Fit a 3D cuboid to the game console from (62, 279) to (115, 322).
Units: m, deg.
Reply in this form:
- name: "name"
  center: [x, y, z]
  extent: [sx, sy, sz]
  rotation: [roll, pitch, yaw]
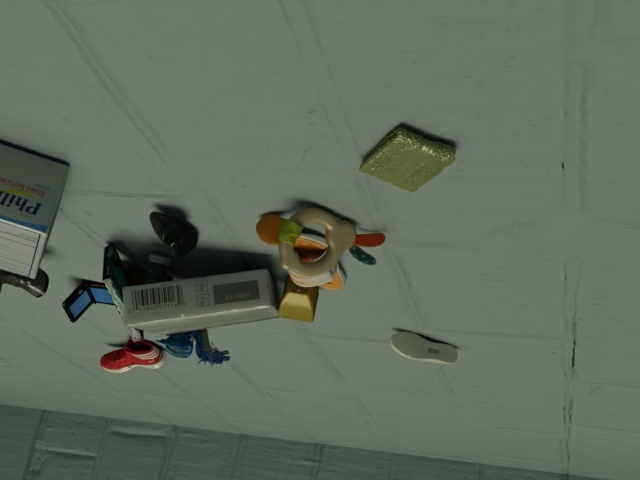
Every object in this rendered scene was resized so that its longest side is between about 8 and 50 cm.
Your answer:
- name: "game console"
  center: [-0.583, 0.166, 2.115]
  extent: [0.085, 0.124, 0.144]
  rotation: [35, 157, 10]

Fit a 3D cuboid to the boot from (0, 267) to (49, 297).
- name: "boot"
  center: [-0.698, 0.071, 1.828]
  extent: [0.222, 0.118, 0.338]
  rotation: [32, -176, -40]

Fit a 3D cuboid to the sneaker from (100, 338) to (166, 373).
- name: "sneaker"
  center: [-0.595, 0.340, 2.518]
  extent: [0.221, 0.087, 0.128]
  rotation: [-9, 142, 14]

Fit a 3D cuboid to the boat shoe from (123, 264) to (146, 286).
- name: "boat shoe"
  center: [-0.429, 0.106, 1.952]
  extent: [0.059, 0.063, 0.170]
  rotation: [8, 152, 41]

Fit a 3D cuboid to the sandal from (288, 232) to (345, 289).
- name: "sandal"
  center: [-0.009, 0.065, 1.663]
  extent: [0.102, 0.076, 0.265]
  rotation: [0, 153, 22]

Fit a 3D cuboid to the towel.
- name: "towel"
  center: [0.131, -0.122, 1.261]
  extent: [0.110, 0.027, 0.148]
  rotation: [19, 155, -15]

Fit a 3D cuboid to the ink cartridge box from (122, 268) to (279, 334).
- name: "ink cartridge box"
  center: [-0.249, 0.147, 1.877]
  extent: [0.308, 0.091, 0.385]
  rotation: [-8, 171, 1]

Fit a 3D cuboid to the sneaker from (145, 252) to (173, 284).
- name: "sneaker"
  center: [-0.374, 0.090, 1.869]
  extent: [0.065, 0.076, 0.166]
  rotation: [11, 156, 1]

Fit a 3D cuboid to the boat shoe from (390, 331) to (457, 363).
- name: "boat shoe"
  center: [0.247, 0.269, 2.027]
  extent: [0.184, 0.066, 0.063]
  rotation: [10, 156, -22]

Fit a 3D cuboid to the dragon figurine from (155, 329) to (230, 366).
- name: "dragon figurine"
  center: [-0.369, 0.249, 2.127]
  extent: [0.289, 0.144, 0.085]
  rotation: [5, 155, 13]

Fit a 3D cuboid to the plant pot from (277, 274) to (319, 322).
- name: "plant pot"
  center: [-0.046, 0.118, 1.797]
  extent: [0.081, 0.081, 0.083]
  rotation: [10, 142, 2]

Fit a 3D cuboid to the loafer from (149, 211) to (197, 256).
- name: "loafer"
  center: [-0.293, -0.015, 1.650]
  extent: [0.061, 0.062, 0.170]
  rotation: [46, 171, 18]

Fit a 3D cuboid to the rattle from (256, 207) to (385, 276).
- name: "rattle"
  center: [0.000, 0.000, 1.535]
  extent: [0.199, 0.130, 0.142]
  rotation: [-8, 176, -26]

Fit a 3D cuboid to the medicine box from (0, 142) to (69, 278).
- name: "medicine box"
  center: [-0.637, -0.067, 1.550]
  extent: [0.263, 0.149, 0.289]
  rotation: [18, 154, -17]

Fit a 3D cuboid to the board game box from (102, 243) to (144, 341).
- name: "board game box"
  center: [-0.436, 0.116, 1.821]
  extent: [0.026, 0.126, 0.186]
  rotation: [-17, 126, -1]
